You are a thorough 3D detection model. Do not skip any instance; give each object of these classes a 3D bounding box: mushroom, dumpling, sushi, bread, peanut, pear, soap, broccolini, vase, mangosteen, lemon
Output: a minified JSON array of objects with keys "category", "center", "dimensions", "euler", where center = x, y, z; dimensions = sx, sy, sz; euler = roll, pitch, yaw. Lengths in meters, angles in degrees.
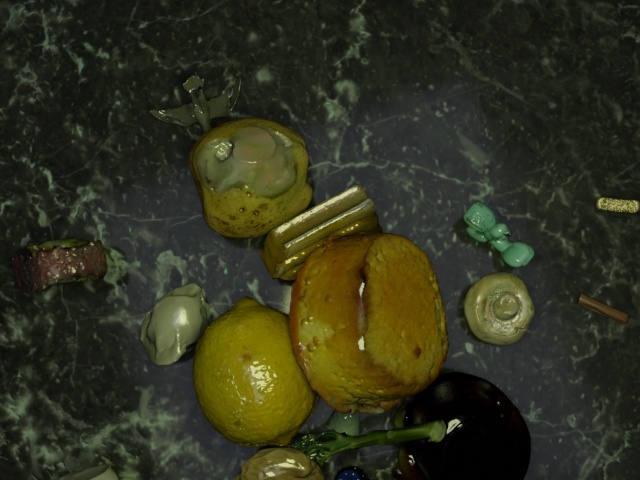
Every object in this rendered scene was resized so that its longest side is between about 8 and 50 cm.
[{"category":"mushroom","center":[0.379,0.145,1.678],"dimensions":[0.154,0.122,0.154],"euler":[1,83,-5]},{"category":"dumpling","center":[-0.323,0.179,1.722],"dimensions":[0.150,0.092,0.177],"euler":[4,88,17]},{"category":"sushi","center":[-0.560,0.051,1.726],"dimensions":[0.161,0.241,0.108],"euler":[-6,87,-37]},{"category":"bread","center":[0.105,0.161,1.577],"dimensions":[0.336,0.204,0.359],"euler":[10,72,-38]},{"category":"peanut","center":[-0.086,0.511,1.617],"dimensions":[0.196,0.233,0.110],"euler":[18,43,-9]},{"category":"pear","center":[-0.144,-0.134,1.684],"dimensions":[0.271,0.271,0.271],"euler":[0,83,2]},{"category":"soap","center":[0.000,0.000,1.685],"dimensions":[0.257,0.160,0.080],"euler":[-27,54,-2]},{"category":"broccolini","center":[0.075,0.404,1.569],"dimensions":[0.078,0.392,0.074],"euler":[36,51,-28]},{"category":"vase","center":[0.065,0.336,1.691],"dimensions":[0.081,0.081,0.149],"euler":[15,81,4]},{"category":"mangosteen","center":[0.274,0.411,1.595],"dimensions":[0.287,0.233,0.288],"euler":[-2,101,-11]},{"category":"lemon","center":[-0.131,0.268,1.614],"dimensions":[0.257,0.258,0.310],"euler":[-14,86,1]}]

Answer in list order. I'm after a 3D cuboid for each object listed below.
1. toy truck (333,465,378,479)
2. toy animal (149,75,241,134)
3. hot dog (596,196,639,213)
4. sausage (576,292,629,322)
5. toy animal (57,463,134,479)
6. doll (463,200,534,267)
[{"category":"toy truck","center":[0.104,0.566,1.582],"dimensions":[0.213,0.161,0.177],"euler":[14,71,35]},{"category":"toy animal","center":[-0.270,-0.277,1.767],"dimensions":[0.219,0.095,0.155],"euler":[-14,79,2]},{"category":"hot dog","center":[0.650,-0.077,1.738],"dimensions":[0.090,0.034,0.030],"euler":[7,94,22]},{"category":"sausage","center":[0.610,0.147,1.716],"dimensions":[0.116,0.026,0.026],"euler":[23,85,4]},{"category":"toy animal","center":[-0.480,0.619,1.632],"dimensions":[0.271,0.206,0.265],"euler":[-25,96,-20]},{"category":"doll","center":[0.379,-0.003,1.692],"dimensions":[0.158,0.159,0.059],"euler":[39,83,28]}]
